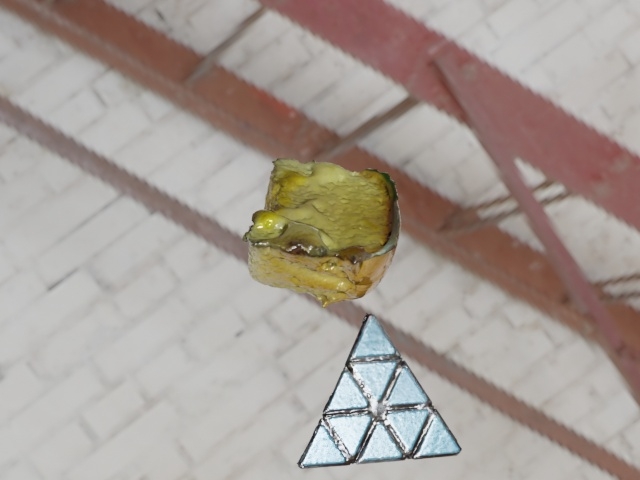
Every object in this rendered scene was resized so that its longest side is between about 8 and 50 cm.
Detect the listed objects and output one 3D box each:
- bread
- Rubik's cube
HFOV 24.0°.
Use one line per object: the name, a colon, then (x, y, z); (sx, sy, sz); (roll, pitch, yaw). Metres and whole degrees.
bread: (-0.001, 0.009, 1.754); (0.251, 0.174, 0.133); (-83, -177, -65)
Rubik's cube: (0.099, 0.233, 1.931); (0.211, 0.178, 0.190); (-64, 171, -7)
